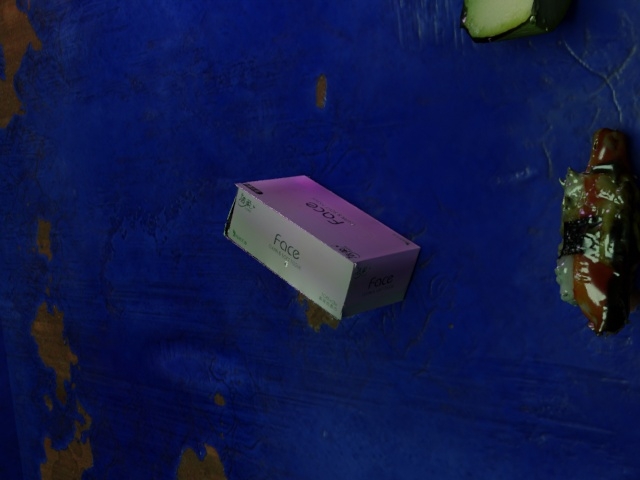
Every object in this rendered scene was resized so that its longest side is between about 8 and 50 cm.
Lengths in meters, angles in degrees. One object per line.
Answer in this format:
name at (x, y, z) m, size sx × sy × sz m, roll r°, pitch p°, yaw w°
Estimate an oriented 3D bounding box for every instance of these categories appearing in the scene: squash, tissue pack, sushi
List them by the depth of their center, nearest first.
sushi at (0.303, -0.008, 0.919) m, size 0.103 × 0.097 × 0.226 m, roll 4°, pitch 86°, yaw 40°
squash at (0.237, -0.303, 0.951) m, size 0.184 × 0.085 × 0.191 m, roll -171°, pitch 94°, yaw -74°
tissue pack at (0.000, 0.000, 1.196) m, size 0.246 × 0.149 × 0.092 m, roll 33°, pitch 120°, yaw 35°
